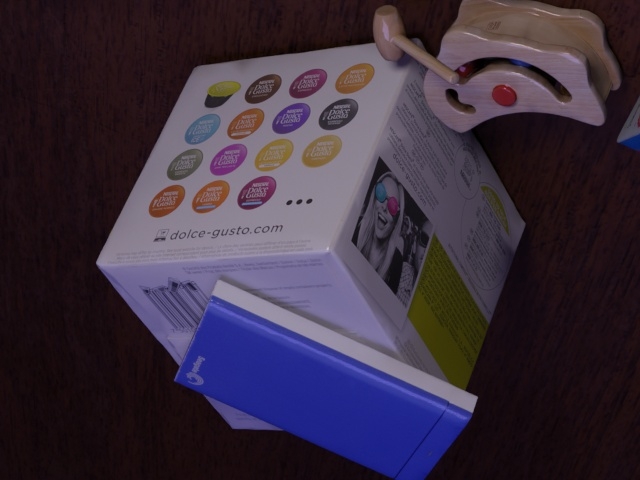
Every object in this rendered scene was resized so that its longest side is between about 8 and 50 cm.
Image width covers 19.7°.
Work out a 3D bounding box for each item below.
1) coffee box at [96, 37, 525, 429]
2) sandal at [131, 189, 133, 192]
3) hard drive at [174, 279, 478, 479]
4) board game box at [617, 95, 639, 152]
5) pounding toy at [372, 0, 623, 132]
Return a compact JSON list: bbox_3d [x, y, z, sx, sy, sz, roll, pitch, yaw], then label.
[{"bbox_3d":[0.000,0.000,2.236,0.338,0.334,0.338,-3,138,34],"label":"coffee box"},{"bbox_3d":[-0.158,-0.027,2.529,0.219,0.090,0.060,11,160,18],"label":"sandal"},{"bbox_3d":[0.000,0.171,2.132,0.319,0.040,0.210,24,147,-2],"label":"hard drive"},{"bbox_3d":[0.484,-0.084,1.939,0.303,0.097,0.224,28,178,-1],"label":"board game box"},{"bbox_3d":[0.186,-0.170,2.050,0.269,0.155,0.154,13,139,18],"label":"pounding toy"}]
